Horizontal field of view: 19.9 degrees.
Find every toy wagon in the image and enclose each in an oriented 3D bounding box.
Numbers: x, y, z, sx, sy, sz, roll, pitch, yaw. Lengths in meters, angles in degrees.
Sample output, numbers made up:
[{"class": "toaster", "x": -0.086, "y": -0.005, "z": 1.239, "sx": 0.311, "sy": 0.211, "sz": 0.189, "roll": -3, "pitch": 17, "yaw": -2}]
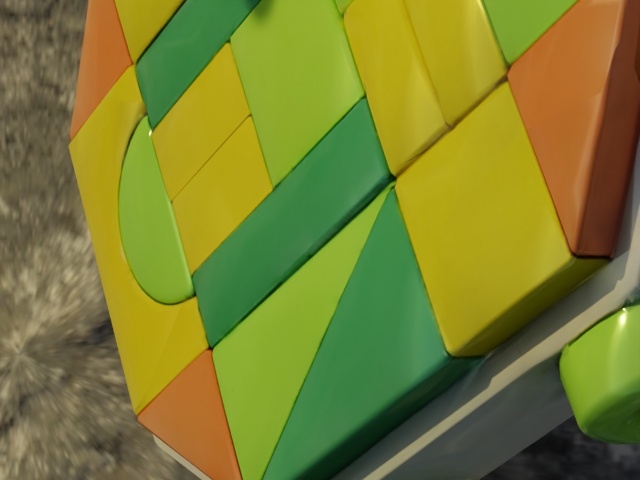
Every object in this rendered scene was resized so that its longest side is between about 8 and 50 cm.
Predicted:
[{"class": "toy wagon", "x": 0.036, "y": -0.070, "z": 0.479, "sx": 0.068, "sy": 0.344, "sz": 0.267, "roll": 0, "pitch": 61, "yaw": -34}]
